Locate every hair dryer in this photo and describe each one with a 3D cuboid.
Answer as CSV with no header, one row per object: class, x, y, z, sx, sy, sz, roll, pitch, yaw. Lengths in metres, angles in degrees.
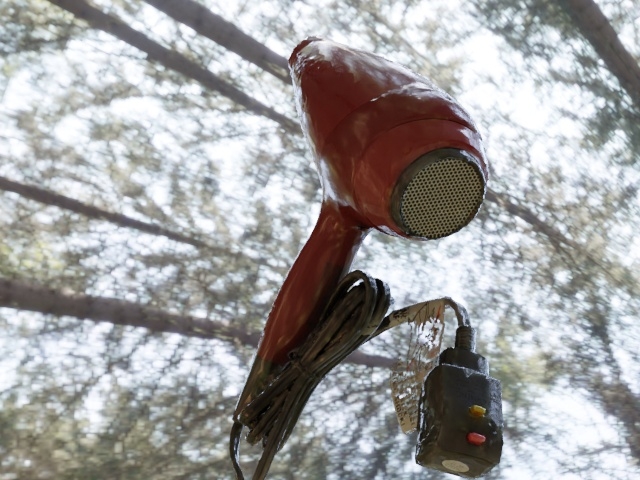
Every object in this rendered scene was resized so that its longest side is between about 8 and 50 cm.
hair dryer,0.000,0.000,0.533,0.223,0.080,0.294,-23,-127,45
